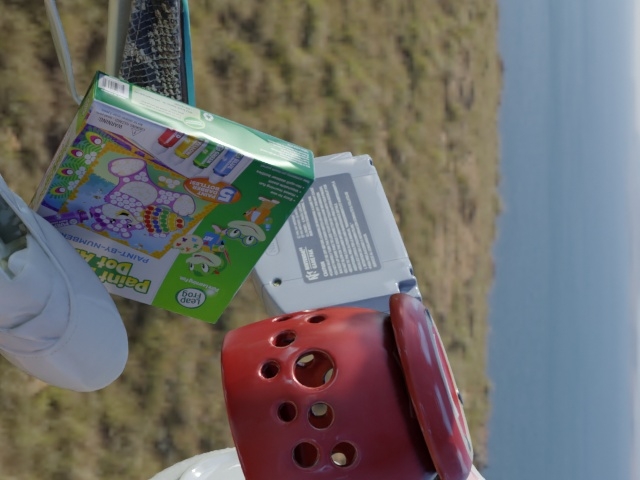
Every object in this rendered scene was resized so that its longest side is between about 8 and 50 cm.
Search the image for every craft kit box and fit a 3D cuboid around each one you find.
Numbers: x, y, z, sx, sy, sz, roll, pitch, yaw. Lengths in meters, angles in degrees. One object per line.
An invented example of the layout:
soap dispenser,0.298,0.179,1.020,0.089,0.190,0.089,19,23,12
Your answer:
craft kit box,-0.172,-0.036,1.275,0.246,0.250,0.061,-53,-151,38

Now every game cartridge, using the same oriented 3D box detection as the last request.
game cartridge,0.000,0.000,1.536,0.297,0.198,0.062,-105,-177,-48

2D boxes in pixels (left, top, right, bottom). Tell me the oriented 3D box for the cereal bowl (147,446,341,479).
cereal bowl,-0.073,0.320,1.276,0.339,0.339,0.141,-57,149,-64

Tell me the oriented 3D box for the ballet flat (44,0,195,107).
ballet flat,-0.199,-0.290,1.262,0.164,0.182,0.483,-114,-149,-61

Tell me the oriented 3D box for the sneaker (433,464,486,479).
sneaker,0.188,0.331,1.534,0.070,0.134,0.051,-24,156,-47

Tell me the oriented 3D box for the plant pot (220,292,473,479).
plant pot,0.026,0.142,0.992,0.191,0.174,0.191,-18,90,-81

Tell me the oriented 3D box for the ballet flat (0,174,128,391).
ballet flat,-0.342,-0.002,1.181,0.400,0.139,0.139,55,21,-6
